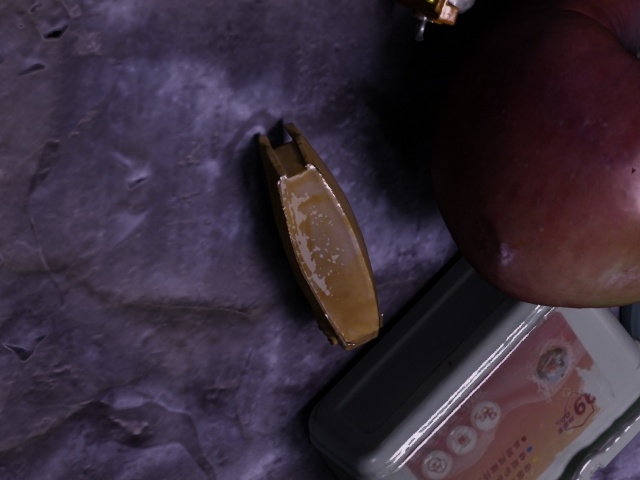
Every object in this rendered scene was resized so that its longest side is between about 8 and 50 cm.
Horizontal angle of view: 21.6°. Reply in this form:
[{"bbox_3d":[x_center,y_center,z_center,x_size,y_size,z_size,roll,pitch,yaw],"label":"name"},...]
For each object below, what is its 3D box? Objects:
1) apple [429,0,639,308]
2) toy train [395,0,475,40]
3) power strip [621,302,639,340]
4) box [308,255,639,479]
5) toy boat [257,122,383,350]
[{"bbox_3d":[0.238,-0.076,1.383,0.305,0.306,0.235,-13,138,-33],"label":"apple"},{"bbox_3d":[0.092,-0.264,1.298,0.127,0.089,0.219,11,107,-31],"label":"toy train"},{"bbox_3d":[0.387,0.074,1.740,0.216,0.044,0.137,22,99,-43],"label":"power strip"},{"bbox_3d":[0.141,0.146,1.510,0.312,0.175,0.182,-45,123,-10],"label":"box"},{"bbox_3d":[0.000,0.000,1.375,0.064,0.072,0.206,-24,117,-7],"label":"toy boat"}]
